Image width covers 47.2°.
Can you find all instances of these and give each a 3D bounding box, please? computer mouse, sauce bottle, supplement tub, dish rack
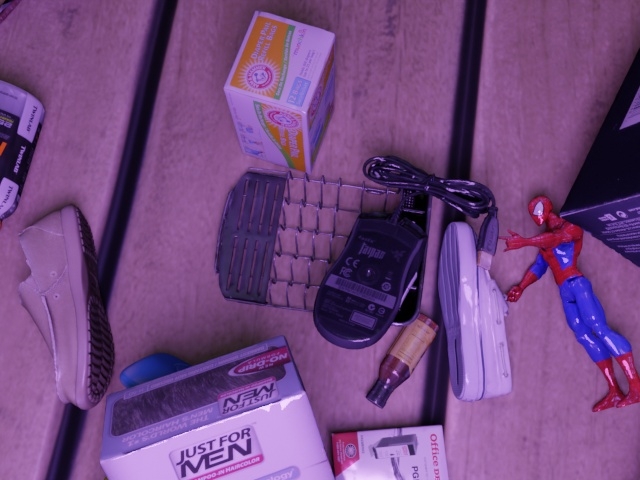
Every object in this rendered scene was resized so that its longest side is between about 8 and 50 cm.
[{"bbox_3d":[0.109,0.028,0.876,0.184,0.060,0.262,15,64,12],"label":"computer mouse"},{"bbox_3d":[0.101,0.152,0.926,0.042,0.042,0.128,33,79,9],"label":"sauce bottle"},{"bbox_3d":[-0.444,-0.107,0.964,0.117,0.117,0.190,9,74,3],"label":"supplement tub"},{"bbox_3d":[0.000,0.000,0.953,0.272,0.074,0.208,8,73,3],"label":"dish rack"}]

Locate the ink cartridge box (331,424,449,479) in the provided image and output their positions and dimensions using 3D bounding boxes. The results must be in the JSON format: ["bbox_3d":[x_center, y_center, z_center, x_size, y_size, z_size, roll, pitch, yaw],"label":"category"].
[{"bbox_3d":[0.084,0.276,0.881,0.135,0.056,0.099,-5,73,-1],"label":"ink cartridge box"}]

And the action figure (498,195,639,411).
[{"bbox_3d":[0.291,0.078,0.916,0.139,0.091,0.280,-11,74,-14],"label":"action figure"}]

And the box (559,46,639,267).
[{"bbox_3d":[0.523,-0.102,0.884,0.312,0.179,0.343,31,76,-10],"label":"box"}]

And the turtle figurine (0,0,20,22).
[{"bbox_3d":[-0.472,-0.422,1.015,0.266,0.198,0.274,-10,78,-6],"label":"turtle figurine"}]

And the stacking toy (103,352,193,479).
[{"bbox_3d":[-0.198,0.298,0.842,0.166,0.175,0.302,28,87,7],"label":"stacking toy"}]

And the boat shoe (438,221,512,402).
[{"bbox_3d":[0.200,0.089,0.932,0.076,0.083,0.226,0,85,-12],"label":"boat shoe"}]

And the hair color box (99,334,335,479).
[{"bbox_3d":[-0.063,0.301,0.740,0.185,0.113,0.374,-18,114,-5],"label":"hair color box"}]

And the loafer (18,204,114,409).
[{"bbox_3d":[-0.325,0.086,0.922,0.092,0.102,0.268,-13,65,-2],"label":"loafer"}]

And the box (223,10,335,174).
[{"bbox_3d":[-0.046,-0.181,0.937,0.103,0.203,0.114,18,75,5],"label":"box"}]
